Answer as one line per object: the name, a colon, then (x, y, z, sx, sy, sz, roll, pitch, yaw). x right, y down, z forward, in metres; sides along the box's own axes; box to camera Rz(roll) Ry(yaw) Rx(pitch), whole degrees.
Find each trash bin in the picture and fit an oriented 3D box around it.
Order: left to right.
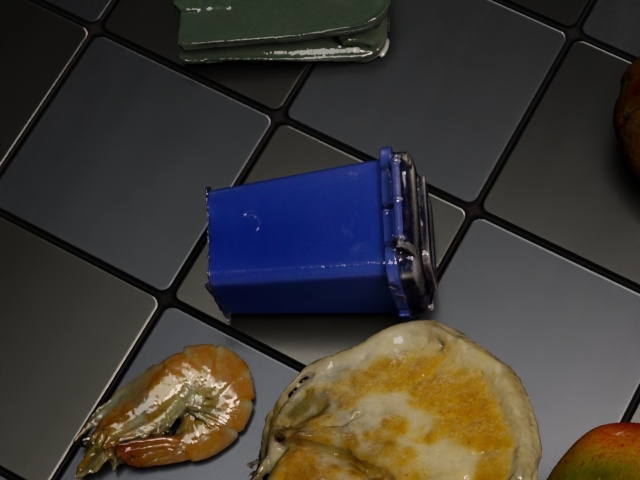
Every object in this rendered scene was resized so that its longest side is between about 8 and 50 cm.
trash bin: (0.000, 0.000, 1.754, 0.235, 0.184, 0.162, -5, 67, 8)

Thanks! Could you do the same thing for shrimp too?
shrimp: (-0.166, 0.192, 1.754, 0.217, 0.051, 0.115, -32, 72, -11)

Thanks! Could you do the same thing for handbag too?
handbag: (-0.050, -0.326, 1.937, 0.260, 0.079, 0.247, -4, 67, 3)

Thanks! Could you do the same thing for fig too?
fig: (0.385, -0.169, 1.746, 0.191, 0.290, 0.190, -15, 48, 17)

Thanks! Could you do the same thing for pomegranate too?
pomegranate: (0.303, 0.277, 1.582, 0.221, 0.257, 0.220, -13, 73, 46)

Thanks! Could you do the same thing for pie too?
pie: (0.065, 0.223, 1.651, 0.339, 0.077, 0.339, -15, 39, 13)
